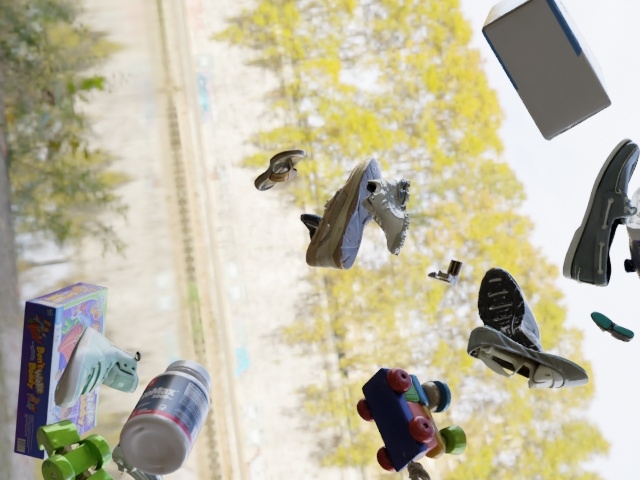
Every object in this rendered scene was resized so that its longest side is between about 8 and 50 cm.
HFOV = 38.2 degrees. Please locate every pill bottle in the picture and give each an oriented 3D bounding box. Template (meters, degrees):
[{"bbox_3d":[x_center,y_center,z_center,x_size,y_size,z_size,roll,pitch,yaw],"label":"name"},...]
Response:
[{"bbox_3d":[-0.231,0.266,1.429,0.180,0.108,0.107,-70,158,-63],"label":"pill bottle"}]

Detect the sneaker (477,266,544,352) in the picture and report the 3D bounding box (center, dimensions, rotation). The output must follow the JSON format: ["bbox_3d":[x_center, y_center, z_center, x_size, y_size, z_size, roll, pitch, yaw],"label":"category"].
[{"bbox_3d":[0.406,0.159,1.984,0.108,0.100,0.271,-76,145,-50],"label":"sneaker"}]

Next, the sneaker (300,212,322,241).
[{"bbox_3d":[0.000,0.000,2.659,0.067,0.078,0.188,-7,-59,53],"label":"sneaker"}]

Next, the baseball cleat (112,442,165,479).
[{"bbox_3d":[-0.355,0.478,1.953,0.205,0.072,0.109,60,43,-37],"label":"baseball cleat"}]

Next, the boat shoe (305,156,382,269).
[{"bbox_3d":[0.056,-0.072,2.191,0.121,0.110,0.341,64,37,-37],"label":"boat shoe"}]

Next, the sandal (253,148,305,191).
[{"bbox_3d":[-0.078,-0.136,1.881,0.180,0.072,0.049,-41,-114,52],"label":"sandal"}]

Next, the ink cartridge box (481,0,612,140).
[{"bbox_3d":[0.402,-0.334,1.640,0.223,0.129,0.307,56,22,-10],"label":"ink cartridge box"}]

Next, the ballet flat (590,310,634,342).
[{"bbox_3d":[0.700,0.214,2.231,0.114,0.041,0.041,31,-33,22],"label":"ballet flat"}]

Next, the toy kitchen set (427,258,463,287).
[{"bbox_3d":[0.344,0.079,2.562,0.083,0.068,0.075,41,68,-61],"label":"toy kitchen set"}]

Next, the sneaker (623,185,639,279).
[{"bbox_3d":[0.839,0.000,2.243,0.323,0.130,0.236,-44,118,-46],"label":"sneaker"}]

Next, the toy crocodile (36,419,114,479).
[{"bbox_3d":[-0.403,0.463,1.666,0.340,0.115,0.105,48,-51,13],"label":"toy crocodile"}]

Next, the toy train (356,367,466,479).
[{"bbox_3d":[0.167,0.313,1.410,0.105,0.143,0.248,-51,-133,34],"label":"toy train"}]

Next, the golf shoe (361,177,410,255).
[{"bbox_3d":[0.111,-0.042,1.610,0.176,0.086,0.069,-85,-174,-48],"label":"golf shoe"}]

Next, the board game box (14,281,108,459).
[{"bbox_3d":[-0.584,0.287,2.093,0.233,0.078,0.346,-29,128,-72],"label":"board game box"}]

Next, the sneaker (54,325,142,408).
[{"bbox_3d":[-0.437,0.273,1.859,0.094,0.151,0.256,-56,-167,19],"label":"sneaker"}]

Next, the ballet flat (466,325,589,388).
[{"bbox_3d":[0.347,0.216,1.569,0.072,0.213,0.068,106,10,-51],"label":"ballet flat"}]

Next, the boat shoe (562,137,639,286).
[{"bbox_3d":[0.608,-0.054,1.917,0.116,0.099,0.319,18,95,-56],"label":"boat shoe"}]
